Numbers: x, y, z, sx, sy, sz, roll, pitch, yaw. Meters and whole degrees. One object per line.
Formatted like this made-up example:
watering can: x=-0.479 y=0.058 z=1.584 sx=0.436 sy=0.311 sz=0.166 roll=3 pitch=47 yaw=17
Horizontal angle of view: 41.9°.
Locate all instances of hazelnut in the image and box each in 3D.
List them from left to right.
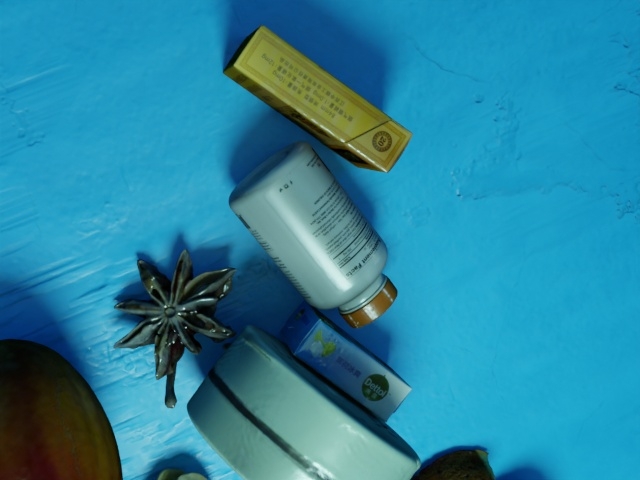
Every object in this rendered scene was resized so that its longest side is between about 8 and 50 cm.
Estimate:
hazelnut: x=-0.451 y=0.327 z=1.177 sx=0.366 sy=0.366 sz=0.366 roll=-2 pitch=98 yaw=-12

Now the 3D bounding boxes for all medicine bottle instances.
medicine bottle: x=0.000 y=0.000 z=1.305 sx=0.157 sy=0.157 sz=0.289 roll=-39 pitch=104 yaw=-4

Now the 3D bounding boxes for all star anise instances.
star anise: x=-0.223 y=0.129 z=1.291 sx=0.209 sy=0.089 sz=0.231 roll=23 pitch=87 yaw=23

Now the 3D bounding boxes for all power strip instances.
power strip: x=-0.034 y=0.283 z=1.256 sx=0.357 sy=0.357 sz=0.161 roll=39 pitch=88 yaw=-14

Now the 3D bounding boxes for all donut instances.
donut: x=0.188 y=0.489 z=1.439 sx=0.151 sy=0.112 sz=0.295 roll=25 pitch=91 yaw=-16

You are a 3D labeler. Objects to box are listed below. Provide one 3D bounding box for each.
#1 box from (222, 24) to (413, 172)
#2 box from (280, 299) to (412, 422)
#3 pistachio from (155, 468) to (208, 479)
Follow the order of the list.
box: x=-0.009 y=-0.209 z=1.263 sx=0.274 sy=0.174 sz=0.076 roll=34 pitch=91 yaw=-14
box: x=0.037 y=0.192 z=1.349 sx=0.194 sy=0.139 sz=0.073 roll=39 pitch=89 yaw=-15
pistachio: x=-0.228 y=0.481 z=1.346 sx=0.152 sy=0.126 sz=0.223 roll=-9 pitch=96 yaw=-45
